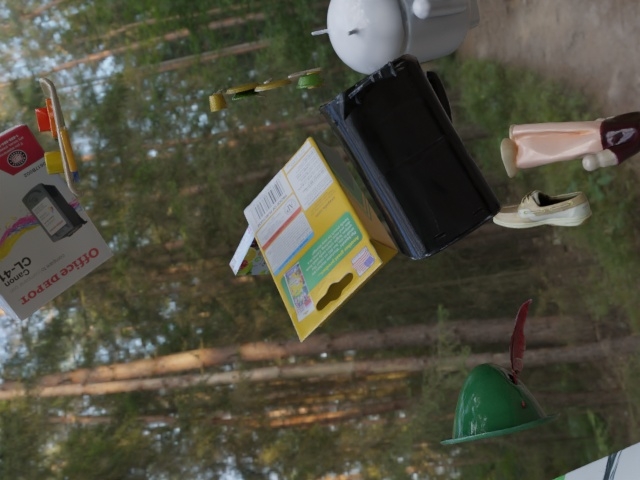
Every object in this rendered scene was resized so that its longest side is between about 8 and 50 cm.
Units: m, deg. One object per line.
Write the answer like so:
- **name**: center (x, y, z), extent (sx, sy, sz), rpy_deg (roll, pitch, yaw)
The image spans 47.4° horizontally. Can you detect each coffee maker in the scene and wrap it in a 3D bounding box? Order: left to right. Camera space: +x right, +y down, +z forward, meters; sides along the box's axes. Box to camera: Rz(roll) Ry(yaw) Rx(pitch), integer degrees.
- **coffee maker**: center (0.082, -0.075, 0.703), extent (0.178, 0.120, 0.171), rpy_deg (57, -158, -8)

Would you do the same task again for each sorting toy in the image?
- **sorting toy**: center (-0.447, -0.166, 1.232), extent (0.347, 0.047, 0.196), rpy_deg (-169, 66, -71)

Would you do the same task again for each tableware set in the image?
- **tableware set**: center (-0.067, -0.192, 0.936), extent (0.104, 0.154, 0.024), rpy_deg (-81, -21, -71)

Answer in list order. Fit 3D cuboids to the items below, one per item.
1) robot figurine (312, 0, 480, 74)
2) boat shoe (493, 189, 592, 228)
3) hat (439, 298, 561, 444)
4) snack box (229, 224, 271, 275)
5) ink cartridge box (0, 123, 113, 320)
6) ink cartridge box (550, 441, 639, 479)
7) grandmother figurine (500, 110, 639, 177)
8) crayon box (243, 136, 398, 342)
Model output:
- **robot figurine**: center (0.160, -0.454, 1.482), extent (0.300, 0.353, 0.200), rpy_deg (2, 111, 59)
- **boat shoe**: center (0.298, -0.046, 0.990), extent (0.050, 0.135, 0.045), rpy_deg (-41, -60, -48)
- **hat**: center (0.238, 0.184, 1.054), extent (0.208, 0.173, 0.184), rpy_deg (27, -132, -67)
- **snack box**: center (-0.121, 0.012, 1.549), extent (0.100, 0.141, 0.037), rpy_deg (-2, -136, -39)
- **ink cartridge box**: center (-0.580, -0.036, 1.391), extent (0.226, 0.131, 0.306), rpy_deg (-40, -68, -25)
- **ink cartridge box**: center (0.318, 0.274, 0.679), extent (0.208, 0.153, 0.087), rpy_deg (-53, 4, 48)
- **grandmother figurine**: center (0.494, -0.179, 1.263), extent (0.104, 0.342, 0.208), rpy_deg (62, -143, -30)
- **crayon box**: center (0.000, 0.000, 1.272), extent (0.083, 0.203, 0.323), rpy_deg (23, -150, -43)
